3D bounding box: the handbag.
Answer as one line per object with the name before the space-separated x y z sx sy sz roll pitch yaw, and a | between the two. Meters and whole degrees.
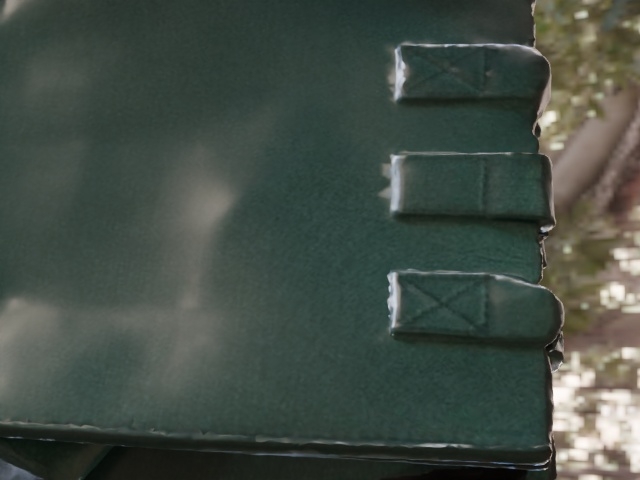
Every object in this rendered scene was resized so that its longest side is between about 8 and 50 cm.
handbag | -0.032 -0.001 0.716 0.100 0.274 0.269 90 179 -55
